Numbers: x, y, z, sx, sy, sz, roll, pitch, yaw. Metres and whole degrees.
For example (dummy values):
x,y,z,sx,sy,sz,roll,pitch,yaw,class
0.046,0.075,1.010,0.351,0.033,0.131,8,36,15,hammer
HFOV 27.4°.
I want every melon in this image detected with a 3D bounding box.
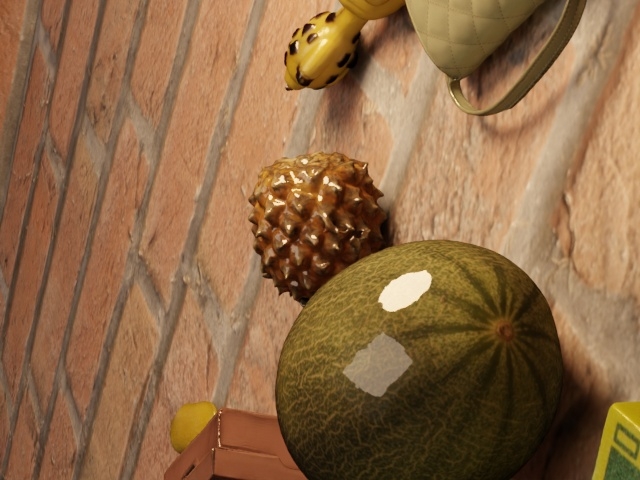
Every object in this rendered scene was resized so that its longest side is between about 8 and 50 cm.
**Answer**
x,y,z,sx,sy,sz,roll,pitch,yaw,class
0.086,0.125,1.167,0.302,0.237,0.237,134,133,-55,melon

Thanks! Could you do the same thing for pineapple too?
x,y,z,sx,sy,sz,roll,pitch,yaw,class
0.000,0.000,1.471,0.166,0.166,0.193,23,125,63,pineapple

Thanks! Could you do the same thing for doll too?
x,y,z,sx,sy,sz,roll,pitch,yaw,class
0.036,-0.261,1.490,0.291,0.086,0.117,-45,18,53,doll

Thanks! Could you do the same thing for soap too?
x,y,z,sx,sy,sz,roll,pitch,yaw,class
-0.183,0.280,1.944,0.168,0.033,0.089,-3,82,64,soap

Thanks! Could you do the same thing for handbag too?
x,y,z,sx,sy,sz,roll,pitch,yaw,class
0.167,-0.242,1.230,0.256,0.079,0.219,135,128,-56,handbag

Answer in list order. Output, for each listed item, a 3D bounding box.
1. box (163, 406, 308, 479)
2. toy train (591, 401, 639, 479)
x,y,z,sx,sy,sz,roll,pitch,yaw,class
-0.056,0.280,1.480,0.215,0.215,0.086,127,149,-50,box
0.260,0.319,0.907,0.237,0.150,0.369,-131,49,-67,toy train
